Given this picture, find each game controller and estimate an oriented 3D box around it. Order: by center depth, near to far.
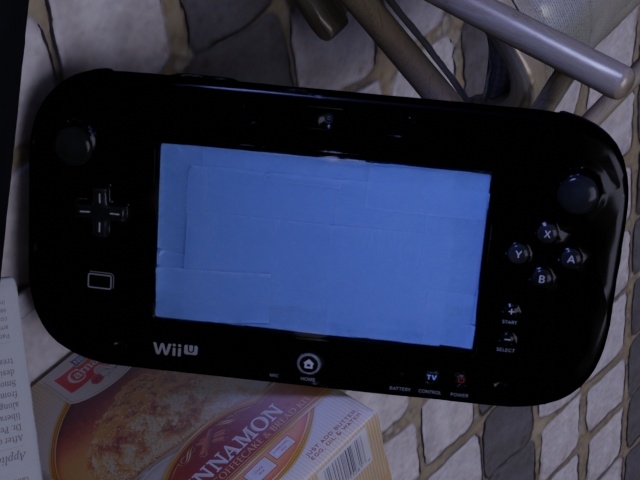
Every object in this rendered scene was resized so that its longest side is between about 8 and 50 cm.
[{"bbox_3d":[0.000,0.000,0.695,0.067,0.319,0.166,-60,156,-79],"label":"game controller"}]

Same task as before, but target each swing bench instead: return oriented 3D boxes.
[{"bbox_3d":[0.129,-0.203,0.787,0.253,0.254,0.165,-44,169,-24],"label":"swing bench"}]

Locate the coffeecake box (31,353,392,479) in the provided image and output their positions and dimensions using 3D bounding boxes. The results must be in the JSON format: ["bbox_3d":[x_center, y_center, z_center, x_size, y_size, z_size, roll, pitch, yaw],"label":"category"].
[{"bbox_3d":[-0.077,0.123,0.745,0.142,0.185,0.068,-41,138,-28],"label":"coffeecake box"}]

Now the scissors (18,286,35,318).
[{"bbox_3d":[-0.216,0.067,0.683,0.297,0.021,0.109,-47,140,-21],"label":"scissors"}]

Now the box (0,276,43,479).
[{"bbox_3d":[-0.199,0.109,0.589,0.091,0.130,0.170,-8,91,-45],"label":"box"}]

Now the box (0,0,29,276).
[{"bbox_3d":[-0.205,-0.098,0.455,0.103,0.184,0.261,-61,163,-70],"label":"box"}]
